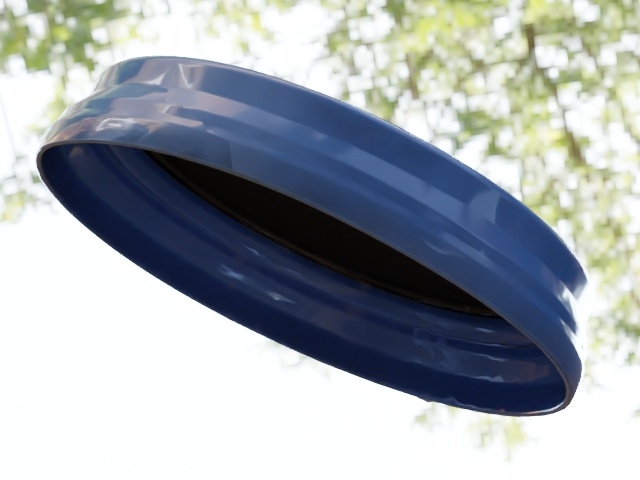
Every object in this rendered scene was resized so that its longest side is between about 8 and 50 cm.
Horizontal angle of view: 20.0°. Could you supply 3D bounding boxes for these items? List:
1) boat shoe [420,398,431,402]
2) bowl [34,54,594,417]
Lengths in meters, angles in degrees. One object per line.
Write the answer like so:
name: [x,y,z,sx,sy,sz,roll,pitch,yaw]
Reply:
boat shoe: [0.122,0.078,1.676,0.083,0.065,0.183,36,-139,26]
bowl: [0.000,0.000,1.224,0.391,0.391,0.077,12,-110,39]
